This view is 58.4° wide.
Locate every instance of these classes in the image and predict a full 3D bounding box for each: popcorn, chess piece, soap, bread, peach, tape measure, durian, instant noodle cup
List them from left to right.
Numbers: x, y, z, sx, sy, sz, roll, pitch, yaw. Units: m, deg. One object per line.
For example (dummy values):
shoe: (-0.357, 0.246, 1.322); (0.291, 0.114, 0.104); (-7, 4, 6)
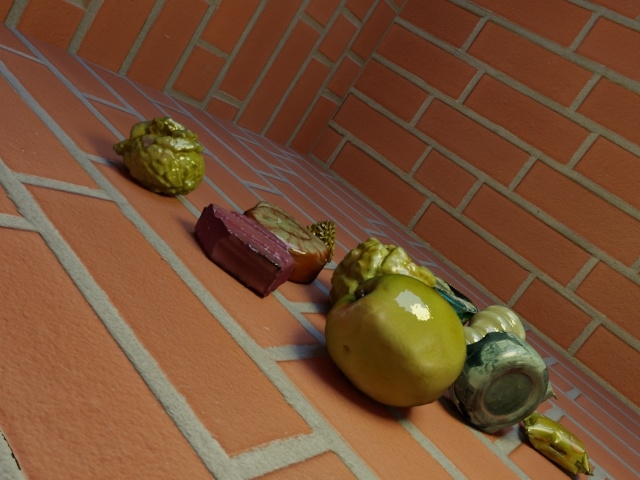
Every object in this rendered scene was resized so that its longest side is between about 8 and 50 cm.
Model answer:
popcorn: (-0.451, -0.246, 1.663); (0.259, 0.212, 0.259); (39, 10, -8)
soap: (-0.205, 0.013, 1.508); (0.289, 0.112, 0.182); (36, 13, 9)
bread: (-0.114, 0.004, 1.755); (0.295, 0.114, 0.327); (35, 13, -1)
durian: (0.001, -0.001, 2.074); (0.132, 0.165, 0.182); (61, 30, -19)
popcorn: (0.175, 0.138, 1.605); (0.335, 0.275, 0.278); (4, -62, 65)
peach: (0.177, 0.224, 1.312); (0.315, 0.281, 0.314); (44, 8, 4)
instant noodle cup: (0.395, 0.244, 1.963); (0.240, 0.178, 0.240); (32, 14, -9)
chess piece: (0.469, 0.329, 1.765); (0.331, 0.182, 0.182); (-14, 44, -39)
tape measure: (0.469, 0.375, 1.525); (0.275, 0.256, 0.147); (57, 1, -26)

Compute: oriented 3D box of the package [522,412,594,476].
package: (0.678, 0.578, 1.644); (0.226, 0.090, 0.168); (34, 11, 13)
